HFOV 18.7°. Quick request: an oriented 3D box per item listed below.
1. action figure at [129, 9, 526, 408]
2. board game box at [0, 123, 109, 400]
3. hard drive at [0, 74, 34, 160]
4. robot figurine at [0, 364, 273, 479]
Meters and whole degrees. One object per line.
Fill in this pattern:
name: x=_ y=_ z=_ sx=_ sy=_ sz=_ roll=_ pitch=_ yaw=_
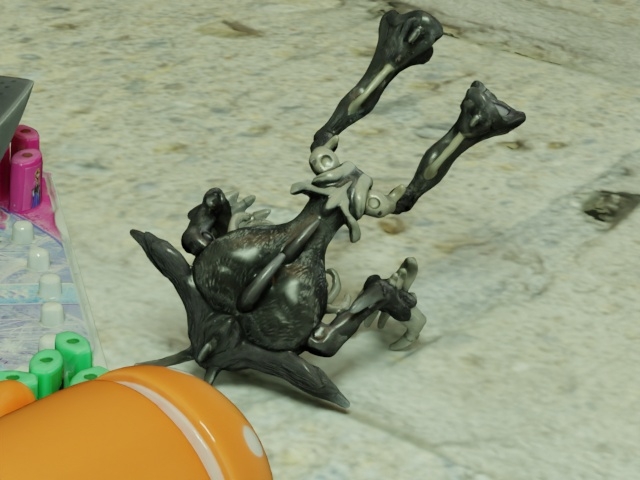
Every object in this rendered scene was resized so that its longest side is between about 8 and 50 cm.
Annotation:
action figure: x=0.000 y=0.000 z=1.163 sx=0.164 sy=0.141 sz=0.275 roll=39 pitch=76 yaw=11
board game box: x=-0.335 y=0.028 z=1.164 sx=0.390 sy=0.050 sz=0.390 roll=-3 pitch=26 yaw=-13
hard drive: x=-0.295 y=-0.048 z=1.208 sx=0.172 sy=0.054 sz=0.254 roll=8 pitch=26 yaw=11
robot figurine: x=-0.111 y=0.131 z=0.881 sx=0.158 sy=0.128 sz=0.219 roll=-6 pitch=12 yaw=46
